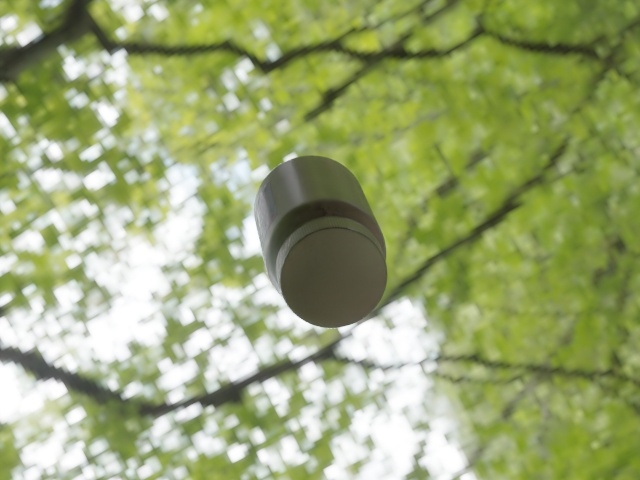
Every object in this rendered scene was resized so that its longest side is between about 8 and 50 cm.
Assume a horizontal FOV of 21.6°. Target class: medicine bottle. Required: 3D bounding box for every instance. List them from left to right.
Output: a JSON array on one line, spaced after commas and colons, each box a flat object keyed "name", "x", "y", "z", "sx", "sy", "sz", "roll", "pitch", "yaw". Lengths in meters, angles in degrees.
[{"name": "medicine bottle", "x": 0.000, "y": 0.000, "z": 1.428, "sx": 0.103, "sy": 0.103, "sz": 0.186, "roll": 51, "pitch": -173, "yaw": -20}]
